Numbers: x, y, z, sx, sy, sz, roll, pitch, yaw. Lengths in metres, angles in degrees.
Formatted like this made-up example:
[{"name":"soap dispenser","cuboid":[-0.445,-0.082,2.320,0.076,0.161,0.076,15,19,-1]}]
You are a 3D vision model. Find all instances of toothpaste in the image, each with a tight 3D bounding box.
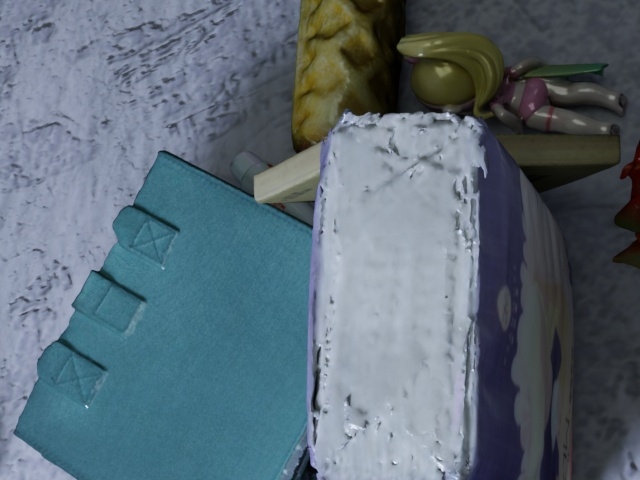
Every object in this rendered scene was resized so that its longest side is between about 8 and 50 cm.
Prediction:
[{"name":"toothpaste","cuboid":[0.000,0.000,1.571,0.033,0.052,0.218,-38,58,-12]}]

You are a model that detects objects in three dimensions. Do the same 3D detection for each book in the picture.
[{"name":"book","cuboid":[0.084,-0.052,1.442,0.231,0.161,0.026,-1,82,-22]}]

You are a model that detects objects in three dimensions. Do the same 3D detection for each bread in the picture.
[{"name":"bread","cuboid":[0.026,-0.172,1.603,0.098,0.087,0.269,-21,56,50]}]

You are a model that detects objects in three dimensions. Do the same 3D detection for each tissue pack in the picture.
[{"name":"tissue pack","cuboid":[0.094,0.073,1.328,0.125,0.343,0.242,-2,76,17]}]

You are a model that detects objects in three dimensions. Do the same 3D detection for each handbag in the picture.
[{"name":"handbag","cuboid":[-0.076,0.096,1.507,0.274,0.100,0.269,22,85,38]}]

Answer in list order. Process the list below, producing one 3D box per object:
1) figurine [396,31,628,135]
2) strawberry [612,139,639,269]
[{"name":"figurine","cuboid":[0.151,-0.125,1.560,0.187,0.083,0.083,17,74,14]},{"name":"strawberry","cuboid":[0.380,-0.056,1.363,0.292,0.292,0.343,27,61,26]}]
